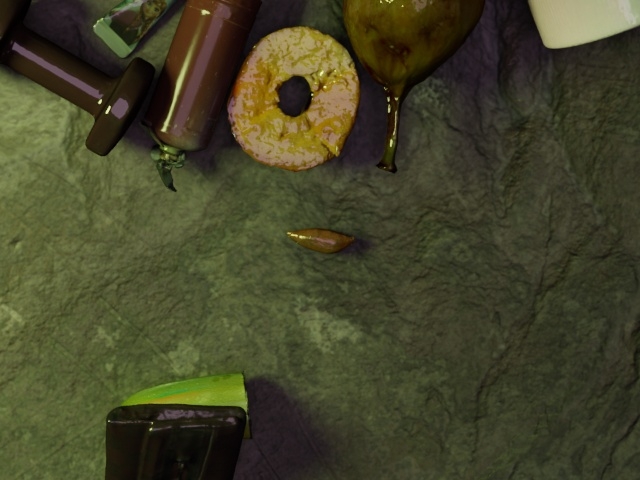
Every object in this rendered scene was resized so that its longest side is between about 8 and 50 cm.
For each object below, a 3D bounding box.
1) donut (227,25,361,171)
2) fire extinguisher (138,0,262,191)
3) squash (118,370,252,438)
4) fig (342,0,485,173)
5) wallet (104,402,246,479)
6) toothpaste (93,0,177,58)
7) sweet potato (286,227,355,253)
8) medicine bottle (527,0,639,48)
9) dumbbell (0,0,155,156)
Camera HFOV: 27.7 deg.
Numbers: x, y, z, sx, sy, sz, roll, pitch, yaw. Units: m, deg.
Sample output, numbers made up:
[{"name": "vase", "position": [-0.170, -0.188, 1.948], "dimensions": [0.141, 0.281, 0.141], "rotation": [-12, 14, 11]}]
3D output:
[{"name": "donut", "position": [-0.037, -0.187, 1.725], "dimensions": [0.174, 0.074, 0.190], "rotation": [6, 94, -7]}, {"name": "fire extinguisher", "position": [-0.164, -0.201, 1.689], "dimensions": [0.104, 0.105, 0.269], "rotation": [21, 96, -10]}, {"name": "squash", "position": [-0.190, 0.231, 1.765], "dimensions": [0.188, 0.095, 0.095], "rotation": [-5, 100, -5]}, {"name": "fig", "position": [0.092, -0.251, 1.665], "dimensions": [0.190, 0.190, 0.290], "rotation": [30, 91, -11]}, {"name": "wallet", "position": [-0.200, 0.301, 1.740], "dimensions": [0.181, 0.049, 0.229], "rotation": [2, 136, -11]}, {"name": "toothpaste", "position": [-0.202, -0.330, 1.699], "dimensions": [0.216, 0.037, 0.062], "rotation": [-42, 114, 3]}, {"name": "sweet potato", "position": [0.000, 0.000, 1.780], "dimensions": [0.095, 0.034, 0.034], "rotation": [7, 99, 2]}, {"name": "medicine bottle", "position": [0.328, -0.429, 1.637], "dimensions": [0.256, 0.256, 0.325], "rotation": [-21, 103, -3]}, {"name": "dumbbell", "position": [-0.332, -0.215, 1.648], "dimensions": [0.225, 0.124, 0.140], "rotation": [31, 133, -12]}]
